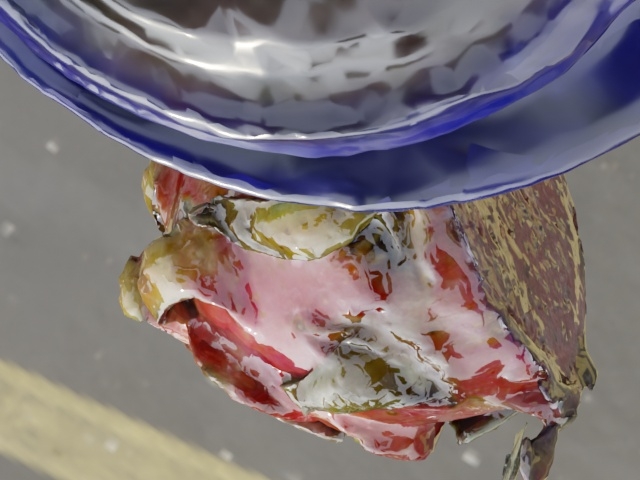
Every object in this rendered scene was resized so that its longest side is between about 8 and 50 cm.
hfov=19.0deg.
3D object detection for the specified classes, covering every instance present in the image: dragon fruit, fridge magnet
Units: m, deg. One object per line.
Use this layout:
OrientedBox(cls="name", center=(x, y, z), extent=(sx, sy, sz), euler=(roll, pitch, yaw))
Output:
OrientedBox(cls="dragon fruit", center=(0.000, 0.000, 1.193), extent=(0.263, 0.314, 0.296), euler=(-19, 135, 23))
OrientedBox(cls="fridge magnet", center=(-0.001, -0.127, 0.455), extent=(0.265, 0.112, 0.265), euler=(6, 115, 14))

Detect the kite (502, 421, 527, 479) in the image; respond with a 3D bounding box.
OrientedBox(cls="kite", center=(0.050, 0.234, 0.916), extent=(0.015, 0.310, 0.169), euler=(17, 170, 8))
